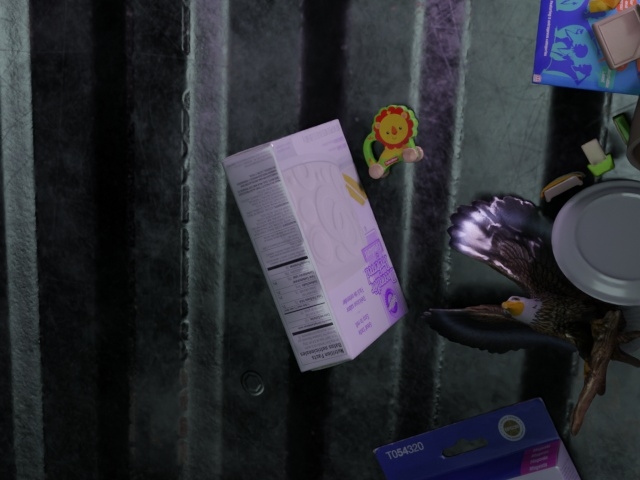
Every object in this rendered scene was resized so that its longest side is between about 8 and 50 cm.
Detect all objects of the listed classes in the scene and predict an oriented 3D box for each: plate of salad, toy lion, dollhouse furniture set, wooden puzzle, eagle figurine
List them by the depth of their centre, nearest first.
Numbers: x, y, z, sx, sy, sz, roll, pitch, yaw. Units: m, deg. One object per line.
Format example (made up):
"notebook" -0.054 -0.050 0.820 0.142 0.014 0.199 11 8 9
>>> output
"wooden puzzle" 0.402 -0.270 1.469 0.079 0.014 0.116 -14 98 33
"plate of salad" 0.417 0.005 1.522 0.200 0.199 0.048 21 155 20
"dollhouse furniture set" 0.366 -0.115 1.552 0.152 0.076 0.058 -29 93 20
"eagle figurine" 0.309 0.091 1.601 0.226 0.225 0.298 -45 43 -10
"toy lion" 0.107 -0.154 1.696 0.100 0.034 0.096 -25 85 30

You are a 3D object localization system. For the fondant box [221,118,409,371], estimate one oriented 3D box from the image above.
"fondant box" 0.000 0.000 1.671 0.096 0.238 0.330 -17 96 28

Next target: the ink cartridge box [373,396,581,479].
"ink cartridge box" 0.269 0.448 1.764 0.324 0.071 0.330 -25 94 30

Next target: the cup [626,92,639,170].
"cup" 0.539 -0.210 1.329 0.331 0.331 0.236 -1 78 27

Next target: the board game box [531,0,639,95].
"board game box" 0.400 -0.280 1.501 0.210 0.047 0.160 10 108 23
